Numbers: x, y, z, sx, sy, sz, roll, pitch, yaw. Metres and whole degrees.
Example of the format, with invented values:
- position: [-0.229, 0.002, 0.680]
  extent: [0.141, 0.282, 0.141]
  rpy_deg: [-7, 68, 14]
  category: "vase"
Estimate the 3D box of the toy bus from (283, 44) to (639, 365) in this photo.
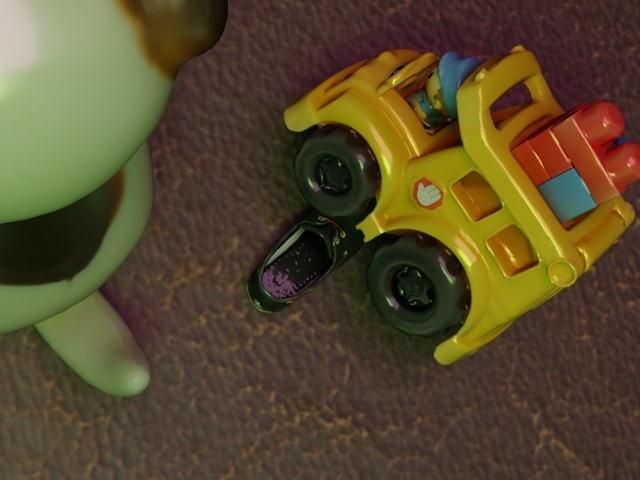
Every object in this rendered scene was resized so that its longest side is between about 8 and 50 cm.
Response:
- position: [0.113, -0.056, 0.889]
  extent: [0.220, 0.211, 0.149]
  rpy_deg: [55, 43, 0]
  category: "toy bus"

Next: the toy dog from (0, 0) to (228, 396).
- position: [-0.209, -0.085, 0.710]
  extent: [0.284, 0.408, 0.395]
  rpy_deg: [-20, 87, -18]
  category: "toy dog"

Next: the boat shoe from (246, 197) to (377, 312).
- position: [0.001, 0.001, 0.955]
  extent: [0.133, 0.042, 0.049]
  rpy_deg: [-44, 92, -20]
  category: "boat shoe"
